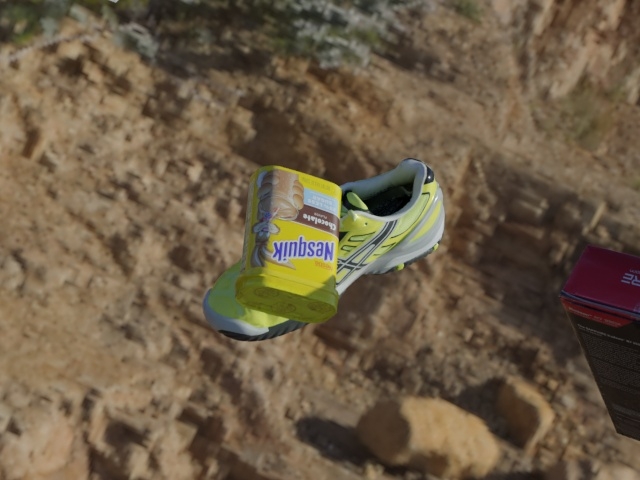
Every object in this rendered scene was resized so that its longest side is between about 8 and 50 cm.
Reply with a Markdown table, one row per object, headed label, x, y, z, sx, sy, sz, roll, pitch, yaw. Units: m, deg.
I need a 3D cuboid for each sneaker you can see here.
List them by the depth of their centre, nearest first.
| label | x | y | z | sx | sy | sz | roll | pitch | yaw |
| --- | --- | --- | --- | --- | --- | --- | --- | --- | --- |
| sneaker | 0.000 | 0.000 | 1.667 | 0.145 | 0.385 | 0.147 | 45 | -25 | 34 |

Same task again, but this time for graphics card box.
| label | x | y | z | sx | sy | sz | roll | pitch | yaw |
| --- | --- | --- | --- | --- | --- | --- | --- | --- | --- |
| graphics card box | 0.459 | 0.163 | 1.521 | 0.233 | 0.094 | 0.371 | 15 | -28 | 36 |

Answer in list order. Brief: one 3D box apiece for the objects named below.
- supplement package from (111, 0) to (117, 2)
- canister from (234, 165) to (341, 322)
| label | x | y | z | sx | sy | sz | roll | pitch | yaw |
| --- | --- | --- | --- | --- | --- | --- | --- | --- | --- |
| supplement package | -0.402 | -0.535 | 1.918 | 0.262 | 0.145 | 0.204 | 51 | 16 | 12 |
| canister | -0.036 | 0.003 | 1.485 | 0.126 | 0.170 | 0.073 | 16 | -30 | -22 |
